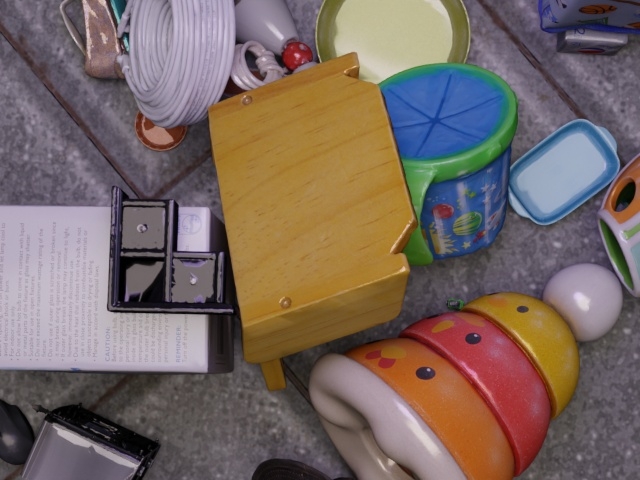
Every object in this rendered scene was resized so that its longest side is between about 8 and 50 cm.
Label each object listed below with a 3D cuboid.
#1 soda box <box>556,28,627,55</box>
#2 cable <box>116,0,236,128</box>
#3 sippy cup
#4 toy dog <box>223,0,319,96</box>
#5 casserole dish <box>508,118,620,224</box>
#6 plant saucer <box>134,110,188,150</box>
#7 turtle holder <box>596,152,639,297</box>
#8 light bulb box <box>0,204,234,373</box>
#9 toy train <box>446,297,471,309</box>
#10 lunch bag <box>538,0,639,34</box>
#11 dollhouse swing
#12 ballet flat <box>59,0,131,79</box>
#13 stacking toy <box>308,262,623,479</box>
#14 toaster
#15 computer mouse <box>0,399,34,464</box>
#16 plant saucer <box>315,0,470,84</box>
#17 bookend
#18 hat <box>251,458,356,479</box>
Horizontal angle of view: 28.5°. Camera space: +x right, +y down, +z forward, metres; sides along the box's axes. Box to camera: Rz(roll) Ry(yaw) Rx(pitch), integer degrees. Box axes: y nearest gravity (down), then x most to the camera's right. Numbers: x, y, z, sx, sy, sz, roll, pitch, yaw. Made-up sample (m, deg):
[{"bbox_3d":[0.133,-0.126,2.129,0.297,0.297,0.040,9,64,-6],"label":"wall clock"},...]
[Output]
[{"bbox_3d":[0.422,-0.433,1.930,0.098,0.091,0.286,3,87,1],"label":"soda box"},{"bbox_3d":[-0.201,-0.285,1.785,0.089,0.257,0.257,0,52,-28],"label":"cable"},{"bbox_3d":[0.178,-0.102,1.835,0.305,0.224,0.240,-32,45,-19],"label":"sippy cup"},{"bbox_3d":[-0.097,-0.287,1.900,0.220,0.161,0.334,9,51,-34],"label":"toy dog"},{"bbox_3d":[0.371,-0.104,1.941,0.188,0.037,0.114,-37,87,0],"label":"casserole dish"},{"bbox_3d":[-0.249,-0.182,1.976,0.083,0.013,0.083,0,86,2],"label":"plant saucer"},{"bbox_3d":[0.539,-0.006,1.851,0.227,0.320,0.243,-25,54,0],"label":"turtle holder"},{"bbox_3d":[-0.316,0.077,1.791,0.361,0.358,0.225,0,84,2],"label":"light bulb box"},{"bbox_3d":[0.235,0.102,1.939,0.083,0.024,0.017,10,87,3],"label":"toy train"},{"bbox_3d":[0.437,-0.506,1.725,0.239,0.328,0.385,1,85,-5],"label":"lunch bag"},{"bbox_3d":[0.000,0.000,1.748,0.315,0.305,0.347,-19,58,12],"label":"dollhouse swing"},{"bbox_3d":[-0.362,-0.400,1.951,0.106,0.107,0.316,-13,86,15],"label":"ballet flat"},{"bbox_3d":[0.253,0.188,1.840,0.480,0.350,0.350,-38,86,-19],"label":"stacking toy"},{"bbox_3d":[-0.346,0.320,1.873,0.185,0.168,0.110,25,89,2],"label":"toaster"},{"bbox_3d":[-0.530,0.248,1.947,0.071,0.041,0.242,-43,86,0],"label":"computer mouse"},{"bbox_3d":[0.112,-0.317,1.961,0.241,0.037,0.241,0,86,1],"label":"plant saucer"},{"bbox_3d":[-0.183,0.015,1.580,0.157,0.072,0.156,2,85,-1],"label":"bookend"},{"bbox_3d":[0.035,0.448,1.846,0.134,0.331,0.331,-24,85,-38],"label":"hat"}]
